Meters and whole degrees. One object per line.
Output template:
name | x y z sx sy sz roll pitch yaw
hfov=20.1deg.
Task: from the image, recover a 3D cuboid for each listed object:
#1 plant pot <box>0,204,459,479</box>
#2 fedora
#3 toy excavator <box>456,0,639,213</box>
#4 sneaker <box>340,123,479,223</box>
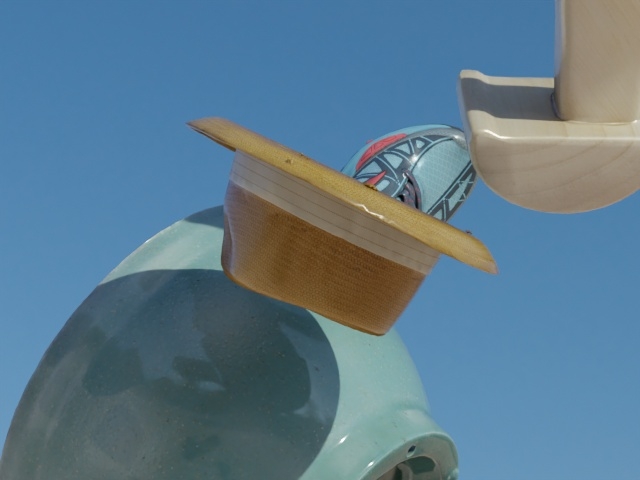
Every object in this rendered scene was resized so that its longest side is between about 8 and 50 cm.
plant pot | -0.036 0.150 1.179 0.196 0.293 0.293 33 -7 29
fedora | 0.000 0.000 0.979 0.194 0.079 0.194 26 2 -1
toy excavator | 0.091 -0.249 1.034 0.445 0.222 0.433 23 -58 -17
sneaker | 0.039 0.003 1.477 0.104 0.262 0.125 57 -12 -20
